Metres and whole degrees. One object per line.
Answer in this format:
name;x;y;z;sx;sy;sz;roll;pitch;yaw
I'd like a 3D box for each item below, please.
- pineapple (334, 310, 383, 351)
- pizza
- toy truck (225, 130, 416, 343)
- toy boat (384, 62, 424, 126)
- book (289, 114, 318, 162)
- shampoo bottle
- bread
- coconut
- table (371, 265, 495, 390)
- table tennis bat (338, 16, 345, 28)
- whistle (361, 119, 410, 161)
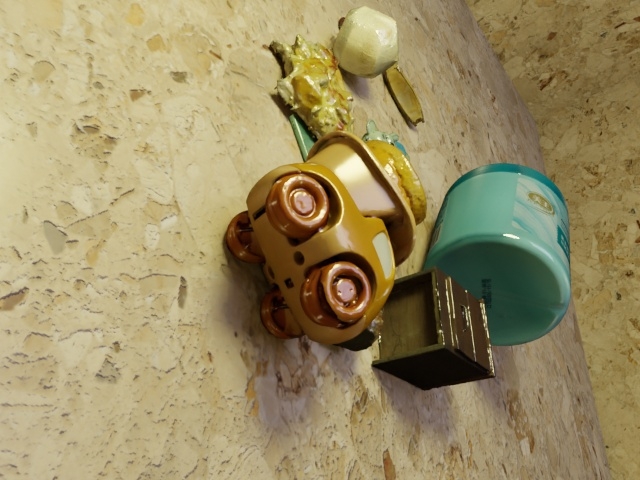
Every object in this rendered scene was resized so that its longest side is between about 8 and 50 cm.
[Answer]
pineapple;0.063;0.101;0.929;0.108;0.108;0.198;47;32;-26
pizza;-0.002;-0.331;1.102;0.223;0.089;0.324;28;43;-44
toy truck;0.000;0.000;0.767;0.211;0.204;0.288;-25;88;-35
toy boat;0.250;-0.435;1.560;0.206;0.064;0.072;60;16;-13
book;-0.009;-0.192;1.079;0.103;0.017;0.135;-8;76;-55
shampoo bottle;0.433;0.031;1.284;0.331;0.331;0.343;55;37;-17
bread;0.084;-0.081;0.957;0.196;0.142;0.269;65;-9;-12
coconut;0.122;-0.490;1.299;0.162;0.161;0.161;22;44;-4
table;0.221;0.178;1.034;0.193;0.172;0.169;35;45;-40
table tennis bat;0.078;-0.555;1.430;0.095;0.014;0.158;46;36;-31
whistle;0.173;-0.221;1.306;0.235;0.077;0.114;10;82;-56
